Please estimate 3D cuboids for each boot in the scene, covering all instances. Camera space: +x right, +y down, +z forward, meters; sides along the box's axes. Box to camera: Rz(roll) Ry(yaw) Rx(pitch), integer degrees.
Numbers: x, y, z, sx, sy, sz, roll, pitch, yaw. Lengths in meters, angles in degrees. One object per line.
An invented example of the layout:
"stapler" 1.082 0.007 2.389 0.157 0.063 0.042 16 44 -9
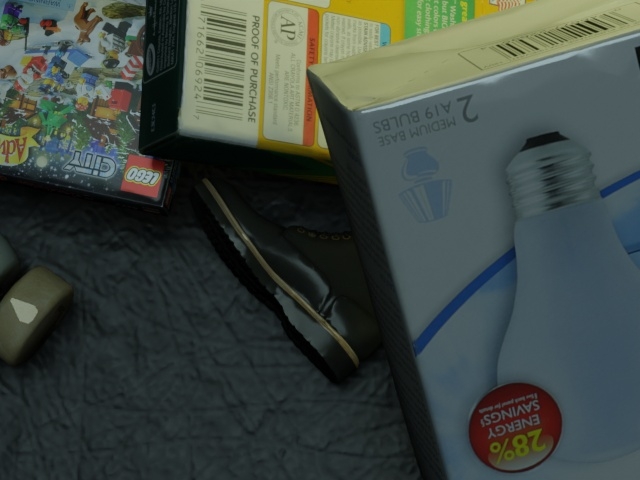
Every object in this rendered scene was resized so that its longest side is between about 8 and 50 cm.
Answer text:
"boot" 0.000 0.000 1.581 0.137 0.077 0.198 -40 92 -12

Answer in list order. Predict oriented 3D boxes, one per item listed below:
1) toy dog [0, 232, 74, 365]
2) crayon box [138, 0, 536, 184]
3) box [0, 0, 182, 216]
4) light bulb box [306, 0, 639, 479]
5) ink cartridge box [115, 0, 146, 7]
"toy dog" -0.338 0.097 1.513 0.220 0.161 0.333 17 77 6
"crayon box" 0.019 -0.150 1.552 0.323 0.083 0.203 8 77 -28
"box" -0.217 -0.121 1.562 0.233 0.044 0.159 12 80 6
"light bulb box" 0.215 0.008 1.419 0.358 0.225 0.361 -17 105 -3
"ink cartridge box" -0.152 -0.194 1.631 0.104 0.060 0.180 40 81 10
